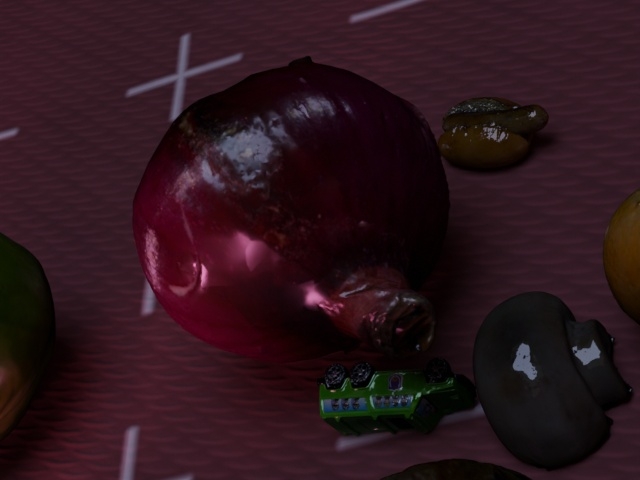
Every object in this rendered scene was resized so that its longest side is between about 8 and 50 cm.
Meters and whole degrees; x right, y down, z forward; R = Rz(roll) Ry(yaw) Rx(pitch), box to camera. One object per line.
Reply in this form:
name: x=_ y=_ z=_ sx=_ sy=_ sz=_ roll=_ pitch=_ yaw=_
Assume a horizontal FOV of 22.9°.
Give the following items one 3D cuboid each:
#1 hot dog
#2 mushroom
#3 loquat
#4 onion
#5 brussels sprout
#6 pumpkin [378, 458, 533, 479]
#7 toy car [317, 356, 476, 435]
hot dog: x=0.200 y=-0.127 z=1.839 sx=0.140 sy=0.060 sz=0.090 roll=12 pitch=62 yaw=35
mushroom: x=0.213 y=0.127 z=1.559 sx=0.141 sy=0.117 sz=0.188 roll=-31 pitch=44 yaw=20
loquat: x=0.352 y=0.012 z=1.515 sx=0.149 sy=0.204 sz=0.172 roll=-24 pitch=27 yaw=-19
onion: x=0.000 y=0.000 z=1.636 sx=0.348 sy=0.348 sz=0.385 roll=-38 pitch=44 yaw=-6
brussels sprout: x=-0.475 y=0.141 z=1.839 sx=0.289 sy=0.281 sz=0.355 roll=24 pitch=77 yaw=3
pumpkin: x=0.085 y=0.318 z=1.421 sx=0.312 sy=0.148 sz=0.169 roll=-33 pitch=37 yaw=6
toy car: x=0.078 y=0.163 z=1.630 sx=0.165 sy=0.071 sz=0.062 roll=-6 pitch=63 yaw=27
